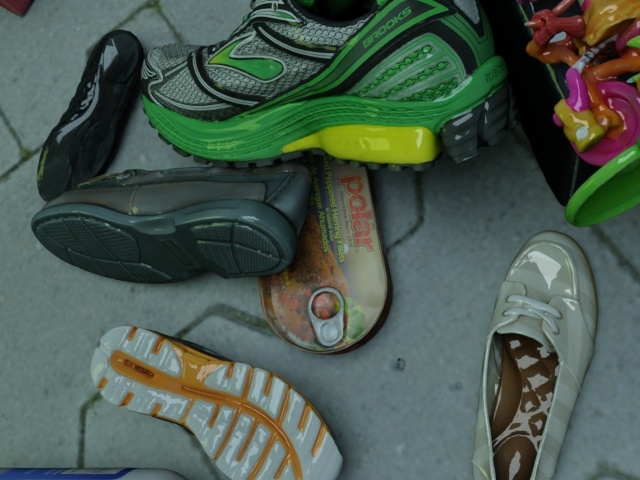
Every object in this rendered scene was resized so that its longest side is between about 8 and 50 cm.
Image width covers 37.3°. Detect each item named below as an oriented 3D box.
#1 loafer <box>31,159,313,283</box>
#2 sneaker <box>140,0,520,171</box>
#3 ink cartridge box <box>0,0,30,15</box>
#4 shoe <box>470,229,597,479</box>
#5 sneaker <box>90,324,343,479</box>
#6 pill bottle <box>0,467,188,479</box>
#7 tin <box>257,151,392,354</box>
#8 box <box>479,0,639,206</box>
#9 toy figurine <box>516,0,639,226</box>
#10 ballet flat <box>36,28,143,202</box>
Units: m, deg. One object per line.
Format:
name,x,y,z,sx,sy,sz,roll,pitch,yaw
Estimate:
loafer,-0.121,-0.020,0.785,0.267,0.096,0.084,1,49,33
sneaker,-0.014,-0.142,0.707,0.343,0.134,0.146,4,119,41
ink cartridge box,-0.362,-0.316,0.859,0.158,0.218,0.092,30,88,20
shoe,0.157,0.096,0.694,0.076,0.058,0.219,9,81,18
sneaker,-0.074,0.128,0.748,0.215,0.083,0.084,27,87,18
pill bottle,-0.173,0.248,0.712,0.272,0.152,0.152,-3,77,16
tin,0.000,0.000,0.776,0.106,0.040,0.190,-14,74,18
box,0.280,-0.341,0.604,0.471,0.297,0.480,-24,80,9
toy figurine,0.139,-0.119,0.428,0.173,0.130,0.159,-44,64,32
ballet flat,-0.207,-0.110,0.867,0.057,0.049,0.173,27,90,-12
